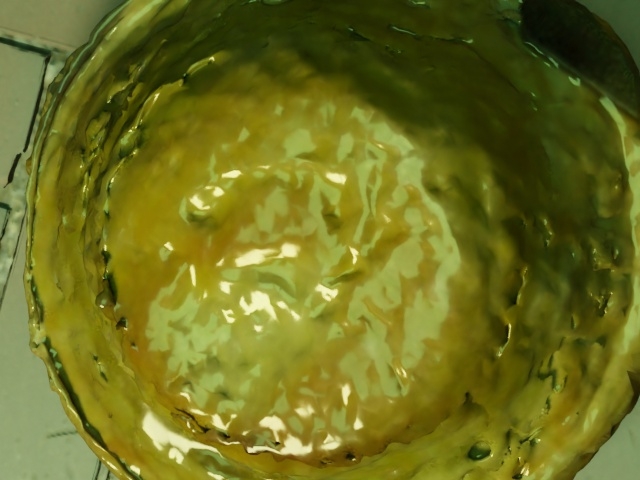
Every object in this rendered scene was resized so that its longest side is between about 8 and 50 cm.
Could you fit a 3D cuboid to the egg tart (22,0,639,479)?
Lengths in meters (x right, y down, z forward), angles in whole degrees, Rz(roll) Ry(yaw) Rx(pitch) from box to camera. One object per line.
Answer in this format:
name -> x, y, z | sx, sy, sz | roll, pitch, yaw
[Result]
egg tart -> 0.000, 0.000, 0.938 | 0.443, 0.178, 0.443 | 0, 91, 12
